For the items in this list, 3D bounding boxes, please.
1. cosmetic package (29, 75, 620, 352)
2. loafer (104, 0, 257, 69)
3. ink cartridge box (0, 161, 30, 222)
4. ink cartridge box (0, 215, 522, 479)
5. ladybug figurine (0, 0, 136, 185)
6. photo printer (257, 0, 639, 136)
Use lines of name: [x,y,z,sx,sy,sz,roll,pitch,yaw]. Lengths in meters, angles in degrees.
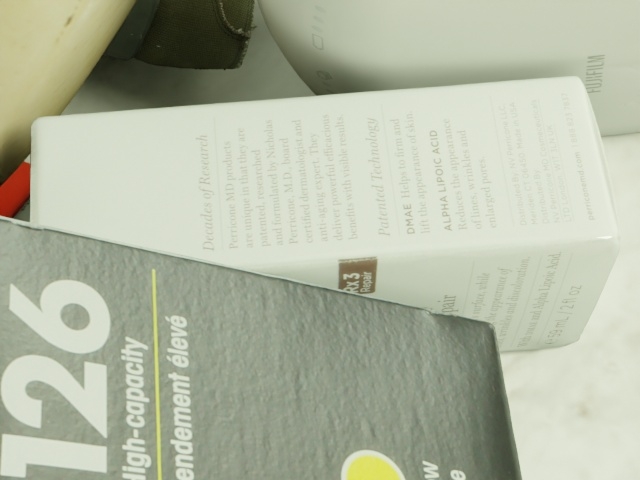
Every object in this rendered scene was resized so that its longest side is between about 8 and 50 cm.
cosmetic package: [0.000,0.000,0.560,0.231,0.117,0.085,-7,62,-2]
loafer: [-0.058,-0.187,0.756,0.087,0.094,0.251,25,54,-16]
ink cartridge box: [-0.165,0.014,0.659,0.179,0.045,0.145,24,64,23]
ink cartridge box: [-0.061,0.139,0.402,0.307,0.072,0.304,13,54,-28]
ladybug figurine: [-0.170,-0.198,0.659,0.305,0.162,0.449,-17,47,53]
photo printer: [0.127,-0.123,0.559,0.307,0.256,0.107,-6,75,8]
